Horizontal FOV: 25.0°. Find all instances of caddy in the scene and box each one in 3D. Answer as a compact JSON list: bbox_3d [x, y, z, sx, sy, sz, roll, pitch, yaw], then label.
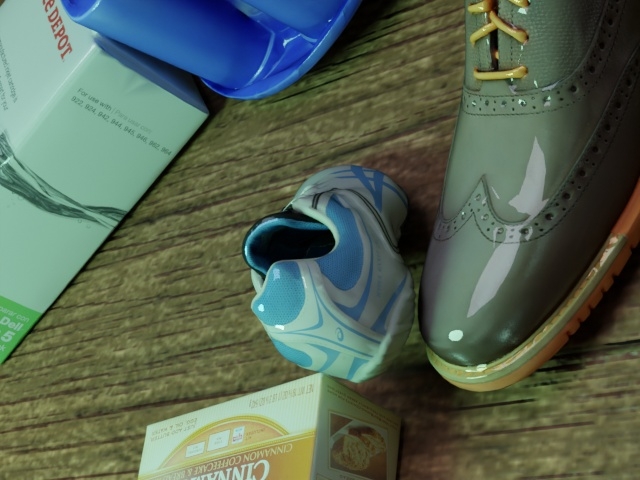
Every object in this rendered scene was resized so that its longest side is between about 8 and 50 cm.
[{"bbox_3d":[-0.053,-0.269,1.009,0.241,0.179,0.341,-22,60,47],"label":"caddy"}]

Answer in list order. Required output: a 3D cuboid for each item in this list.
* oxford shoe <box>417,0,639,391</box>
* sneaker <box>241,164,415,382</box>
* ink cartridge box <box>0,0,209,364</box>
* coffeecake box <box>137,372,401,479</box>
[{"bbox_3d":[0.106,-0.106,0.733,0.130,0.132,0.364,2,68,50],"label":"oxford shoe"},{"bbox_3d":[0.000,0.000,0.792,0.085,0.086,0.237,-54,13,13],"label":"sneaker"},{"bbox_3d":[-0.229,-0.073,1.130,0.273,0.114,0.198,-47,37,16],"label":"ink cartridge box"},{"bbox_3d":[-0.038,0.179,0.752,0.142,0.068,0.185,-21,50,39],"label":"coffeecake box"}]
